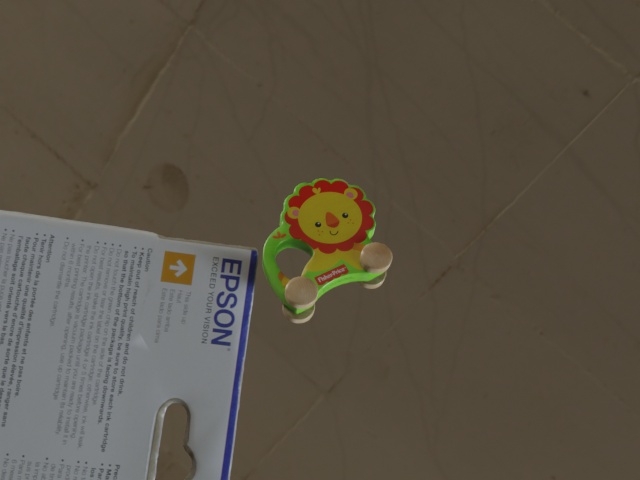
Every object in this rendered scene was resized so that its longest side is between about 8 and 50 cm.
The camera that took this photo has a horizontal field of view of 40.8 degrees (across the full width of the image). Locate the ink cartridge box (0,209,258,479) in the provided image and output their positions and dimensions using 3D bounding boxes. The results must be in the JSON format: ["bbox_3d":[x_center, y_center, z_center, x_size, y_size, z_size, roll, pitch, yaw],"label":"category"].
[{"bbox_3d":[-0.228,0.143,0.608,0.330,0.324,0.071,9,-9,-9],"label":"ink cartridge box"}]

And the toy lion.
[{"bbox_3d":[0.000,0.000,0.641,0.096,0.100,0.034,57,-20,23],"label":"toy lion"}]
